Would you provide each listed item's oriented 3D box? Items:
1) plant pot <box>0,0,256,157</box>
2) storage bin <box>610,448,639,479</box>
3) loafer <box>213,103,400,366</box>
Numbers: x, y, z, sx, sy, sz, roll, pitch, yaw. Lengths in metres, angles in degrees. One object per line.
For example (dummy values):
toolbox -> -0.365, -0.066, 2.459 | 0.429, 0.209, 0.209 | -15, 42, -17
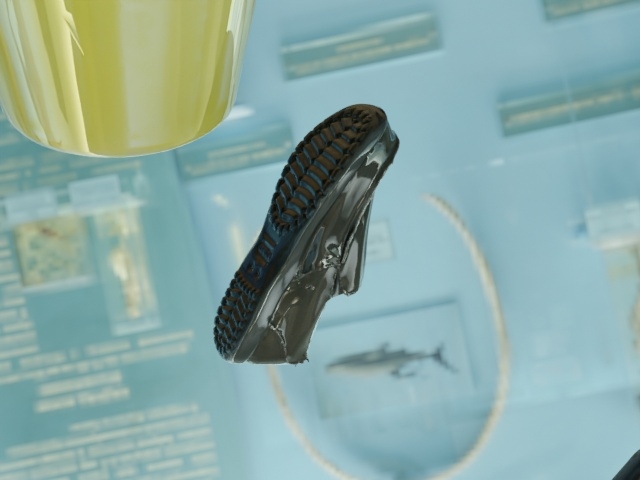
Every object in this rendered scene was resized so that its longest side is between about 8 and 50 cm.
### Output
plant pot -> -0.138, -0.196, 1.039 | 0.254, 0.239, 0.254 | 1, -145, 0
storage bin -> 0.154, 0.171, 0.695 | 0.091, 0.135, 0.098 | 28, -140, 24
loafer -> 0.000, 0.000, 1.175 | 0.078, 0.220, 0.080 | 22, -162, -28
